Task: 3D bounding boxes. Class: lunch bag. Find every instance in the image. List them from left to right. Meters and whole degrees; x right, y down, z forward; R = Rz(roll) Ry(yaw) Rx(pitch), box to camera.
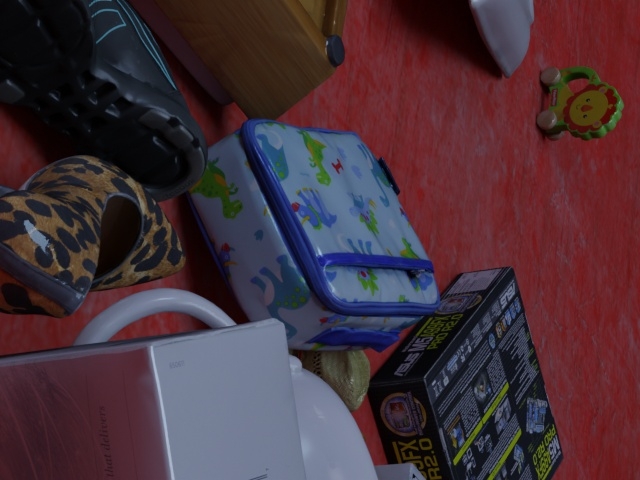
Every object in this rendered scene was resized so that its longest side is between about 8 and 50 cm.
[{"bbox_3d":[0.000,0.000,1.450,0.219,0.090,0.176,8,54,-61],"label":"lunch bag"}]

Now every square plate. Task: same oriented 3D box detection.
[{"bbox_3d":[0.172,-0.364,1.905,0.347,0.049,0.344,31,54,-77],"label":"square plate"}]

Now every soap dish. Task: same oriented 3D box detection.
[{"bbox_3d":[-0.073,-0.259,1.405,0.291,0.118,0.229,51,39,-47],"label":"soap dish"}]

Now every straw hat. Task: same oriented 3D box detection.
[{"bbox_3d":[0.007,0.108,1.514,0.144,0.061,0.144,27,59,-58],"label":"straw hat"}]

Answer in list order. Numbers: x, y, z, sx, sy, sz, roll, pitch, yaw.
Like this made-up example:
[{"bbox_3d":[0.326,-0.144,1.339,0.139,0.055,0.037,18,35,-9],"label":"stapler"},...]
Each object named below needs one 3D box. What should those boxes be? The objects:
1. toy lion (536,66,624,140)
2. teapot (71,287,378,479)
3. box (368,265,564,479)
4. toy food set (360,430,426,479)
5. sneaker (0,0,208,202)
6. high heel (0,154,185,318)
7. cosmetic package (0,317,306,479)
[{"bbox_3d":[0.297,-0.156,2.137,0.034,0.096,0.100,49,40,-47],"label":"toy lion"},{"bbox_3d":[-0.078,0.195,1.180,0.187,0.252,0.256,-6,61,-22],"label":"teapot"},{"bbox_3d":[0.143,0.173,1.769,0.270,0.060,0.216,-44,122,-58],"label":"box"},{"bbox_3d":[0.031,0.243,1.462,0.232,0.111,0.104,54,37,-47],"label":"toy food set"},{"bbox_3d":[-0.172,-0.130,1.224,0.267,0.101,0.106,51,17,-44],"label":"sneaker"},{"bbox_3d":[-0.132,0.018,1.122,0.261,0.186,0.093,22,102,-51],"label":"high heel"},{"bbox_3d":[-0.132,0.170,1.032,0.138,0.225,0.224,-7,88,-60],"label":"cosmetic package"}]
